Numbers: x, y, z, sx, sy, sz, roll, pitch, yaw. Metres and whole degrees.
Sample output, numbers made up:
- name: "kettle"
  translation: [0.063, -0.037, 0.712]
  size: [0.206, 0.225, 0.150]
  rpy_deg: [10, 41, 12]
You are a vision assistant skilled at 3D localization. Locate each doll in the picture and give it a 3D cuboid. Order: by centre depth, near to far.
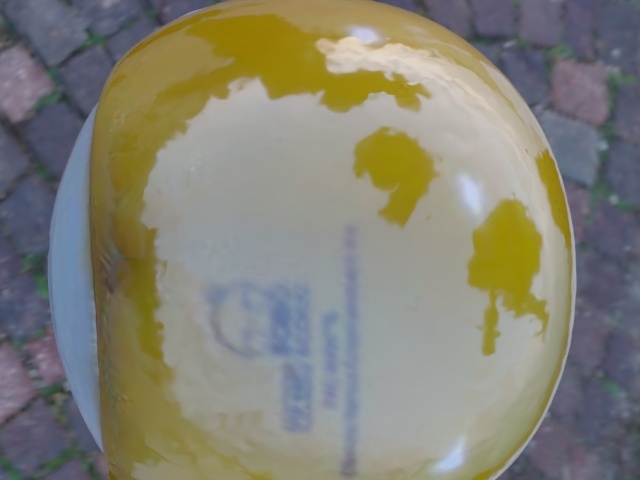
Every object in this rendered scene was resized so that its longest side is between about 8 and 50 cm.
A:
- name: "doll"
  translation: [0.000, 0.000, 0.763]
  size: [0.213, 0.213, 0.236]
  rpy_deg: [50, 17, -14]
